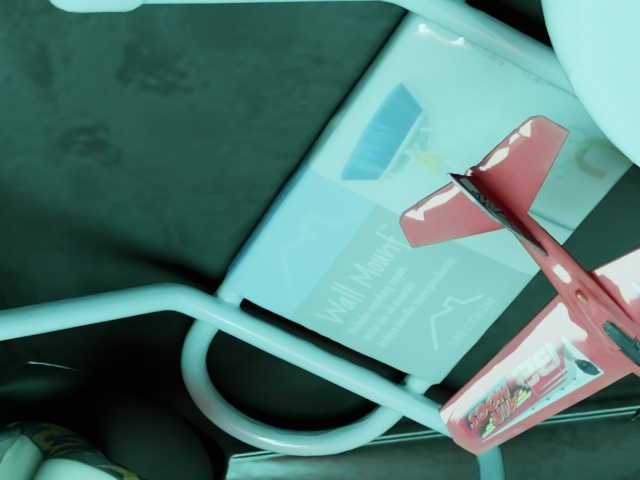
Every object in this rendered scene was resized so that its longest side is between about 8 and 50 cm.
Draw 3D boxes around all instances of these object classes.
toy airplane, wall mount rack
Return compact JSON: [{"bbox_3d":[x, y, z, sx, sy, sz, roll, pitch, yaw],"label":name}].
[{"bbox_3d":[0.087,0.014,0.650,0.151,0.028,0.151,-4,127,-5],"label":"toy airplane"},{"bbox_3d":[0.000,0.000,0.737,0.304,0.130,0.350,24,128,-16],"label":"wall mount rack"}]

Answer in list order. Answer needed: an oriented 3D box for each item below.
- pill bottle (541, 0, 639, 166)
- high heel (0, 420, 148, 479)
[{"bbox_3d":[0.136,-0.148,0.488,0.160,0.283,0.160,3,132,3],"label":"pill bottle"},{"bbox_3d":[-0.077,0.146,0.821,0.261,0.093,0.186,24,180,29],"label":"high heel"}]
